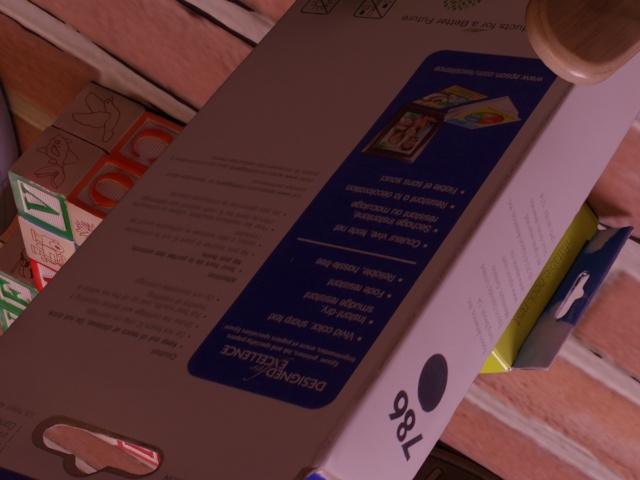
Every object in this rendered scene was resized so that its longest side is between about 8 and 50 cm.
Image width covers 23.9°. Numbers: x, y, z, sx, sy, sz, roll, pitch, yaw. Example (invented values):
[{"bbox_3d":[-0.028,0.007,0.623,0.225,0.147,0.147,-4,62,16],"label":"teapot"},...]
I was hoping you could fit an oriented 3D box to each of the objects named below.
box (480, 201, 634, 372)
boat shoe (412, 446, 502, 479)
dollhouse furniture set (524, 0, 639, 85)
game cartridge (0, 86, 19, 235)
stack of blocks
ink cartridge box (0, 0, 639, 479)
[{"bbox_3d":[0.064,0.022,0.796,0.178,0.109,0.042,-8,126,48],"label":"box"},{"bbox_3d":[0.129,0.251,1.039,0.307,0.110,0.104,34,148,3],"label":"boat shoe"},{"bbox_3d":[0.138,-0.099,0.472,0.242,0.161,0.212,50,148,1],"label":"dollhouse furniture set"},{"bbox_3d":[-0.304,-0.121,1.011,0.196,0.060,0.294,23,147,25],"label":"game cartridge"},{"bbox_3d":[-0.129,0.035,1.017,0.171,0.087,0.297,25,147,17],"label":"stack of blocks"},{"bbox_3d":[0.000,0.000,0.613,0.165,0.332,0.065,12,139,34],"label":"ink cartridge box"}]
